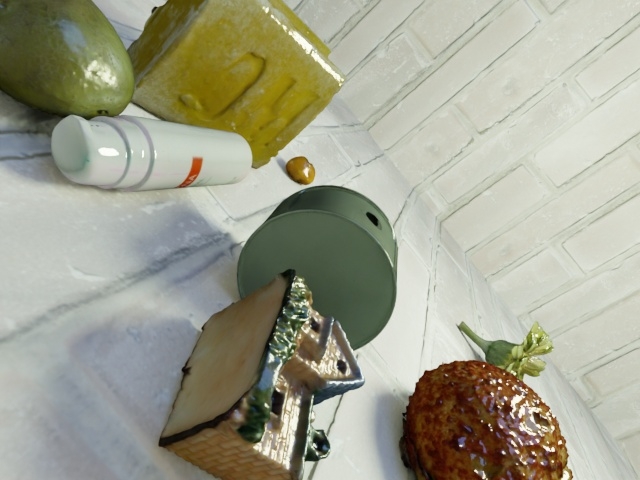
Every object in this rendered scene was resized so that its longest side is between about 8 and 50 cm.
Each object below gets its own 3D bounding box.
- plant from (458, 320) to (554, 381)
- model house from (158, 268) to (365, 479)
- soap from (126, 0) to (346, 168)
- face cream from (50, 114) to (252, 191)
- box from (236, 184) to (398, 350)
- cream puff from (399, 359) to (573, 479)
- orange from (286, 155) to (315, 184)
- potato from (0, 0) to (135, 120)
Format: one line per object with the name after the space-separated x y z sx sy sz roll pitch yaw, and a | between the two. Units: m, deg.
0.581 0.394 1.369 0.306 0.297 0.261 88 18 -47 | plant
-0.045 0.167 0.466 0.172 0.166 0.183 47 33 -21 | model house
-0.156 -0.325 0.831 0.335 0.293 0.156 26 36 -49 | soap
-0.224 -0.125 0.637 0.102 0.102 0.345 53 23 5 | face cream
0.004 0.039 0.660 0.226 0.226 0.149 48 22 -10 | box
0.305 0.359 0.759 0.350 0.228 0.350 44 23 -25 | cream puff
-0.048 -0.185 1.133 0.086 0.062 0.086 39 27 -25 | orange
-0.349 -0.257 0.537 0.251 0.159 0.174 55 -6 -3 | potato
